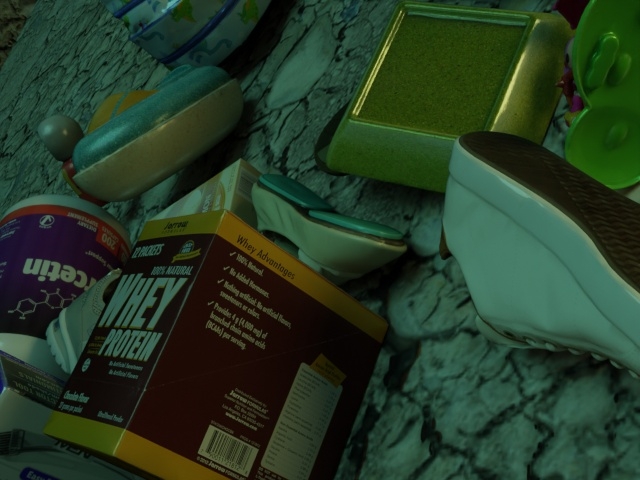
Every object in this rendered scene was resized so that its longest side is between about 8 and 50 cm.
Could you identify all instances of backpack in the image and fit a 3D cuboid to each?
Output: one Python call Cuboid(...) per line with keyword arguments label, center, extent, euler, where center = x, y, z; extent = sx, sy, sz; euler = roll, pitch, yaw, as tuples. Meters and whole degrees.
Cuboid(label="backpack", center=(-0.169, -0.414, 1.288), extent=(0.290, 0.273, 0.356), euler=(-8, 66, 42))

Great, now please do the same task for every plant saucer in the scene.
Cuboid(label="plant saucer", center=(0.109, -0.137, 0.744), extent=(0.188, 0.045, 0.188), euler=(15, 71, 31))

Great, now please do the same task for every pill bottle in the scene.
Cuboid(label="pill bottle", center=(-0.349, 0.109, 1.068), extent=(0.181, 0.181, 0.323), euler=(-32, 39, 32))

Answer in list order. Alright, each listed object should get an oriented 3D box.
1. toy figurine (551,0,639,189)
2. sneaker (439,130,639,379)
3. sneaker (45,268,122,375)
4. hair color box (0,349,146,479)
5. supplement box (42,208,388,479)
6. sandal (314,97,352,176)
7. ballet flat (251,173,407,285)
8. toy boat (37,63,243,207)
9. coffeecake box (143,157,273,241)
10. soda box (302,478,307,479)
Cuboid(label="toy figurine", center=(0.222, -0.144, 0.641), extent=(0.159, 0.130, 0.173), euler=(-93, 21, -63))
Cuboid(label="sneaker", center=(0.175, 0.041, 0.543), extent=(0.290, 0.105, 0.123), euler=(50, 137, 50))
Cuboid(label="sneaker", center=(-0.189, 0.125, 0.864), extent=(0.115, 0.105, 0.281), euler=(-54, 50, 5))
Cuboid(label="hair color box", center=(-0.338, 0.304, 0.868), extent=(0.339, 0.185, 0.110), euler=(-55, 30, -1))
Cuboid(label="supplement box", center=(-0.079, 0.109, 0.697), extent=(0.129, 0.191, 0.194), euler=(-5, 56, 51))
Cuboid(label="sandal", center=(0.092, -0.131, 0.829), extent=(0.219, 0.060, 0.090), euler=(-42, 38, -6))
Cuboid(label="ballet flat", center=(0.000, 0.000, 0.817), extent=(0.086, 0.086, 0.248), euler=(-56, 30, -1))
Cuboid(label="toy boat", center=(-0.270, -0.141, 1.162), extent=(0.318, 0.148, 0.267), euler=(-18, 19, 43))
Cuboid(label="coffeecake box", center=(-0.137, 0.013, 0.983), extent=(0.185, 0.068, 0.142), euler=(-29, 41, 37))
Cuboid(label="soda box", center=(0.075, 0.220, 0.491), extent=(0.263, 0.083, 0.092), euler=(-1, 59, 53))
